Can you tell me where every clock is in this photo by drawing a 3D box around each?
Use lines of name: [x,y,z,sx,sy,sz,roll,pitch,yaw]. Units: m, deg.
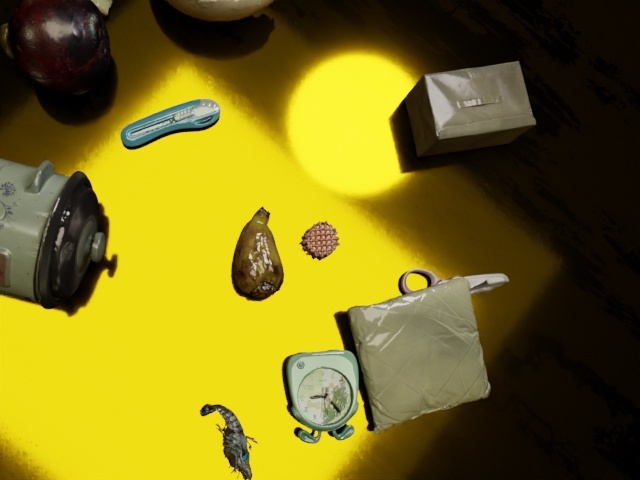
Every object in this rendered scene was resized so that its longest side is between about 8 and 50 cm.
clock: [0.004,0.322,1.505,0.148,0.060,0.188,-1,81,-11]

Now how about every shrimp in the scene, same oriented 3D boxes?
shrimp: [-0.173,0.398,1.453,0.076,0.082,0.174,-30,80,-9]

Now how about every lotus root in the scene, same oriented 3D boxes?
lotus root: [-0.130,0.027,1.519,0.108,0.094,0.191,11,66,-41]

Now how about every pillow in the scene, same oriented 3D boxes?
pillow: [0.210,0.239,1.545,0.280,0.076,0.274,-14,96,-15]

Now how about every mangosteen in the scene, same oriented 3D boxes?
mangosteen: [-0.531,-0.399,1.448,0.216,0.216,0.216,2,81,-10]

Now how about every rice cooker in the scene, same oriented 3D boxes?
rice cooker: [-0.553,-0.015,1.363,0.316,0.264,0.317,1,119,3]

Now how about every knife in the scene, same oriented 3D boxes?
knife: [-0.320,-0.253,1.555,0.222,0.031,0.064,-22,89,-12]

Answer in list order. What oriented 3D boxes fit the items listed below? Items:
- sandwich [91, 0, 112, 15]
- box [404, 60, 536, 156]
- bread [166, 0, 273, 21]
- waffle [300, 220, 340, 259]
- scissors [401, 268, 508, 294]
sandwich: [-0.560,-0.575,1.537,0.258,0.096,0.094,22,72,-9]
box: [0.328,-0.289,1.615,0.231,0.155,0.149,-11,83,-11]
bread: [-0.249,-0.563,1.547,0.314,0.171,0.192,35,79,-2]
waffle: [0.000,0.000,1.573,0.083,0.029,0.075,-44,88,-11]
scissors: [0.299,0.104,1.609,0.242,0.030,0.118,-11,85,-8]
